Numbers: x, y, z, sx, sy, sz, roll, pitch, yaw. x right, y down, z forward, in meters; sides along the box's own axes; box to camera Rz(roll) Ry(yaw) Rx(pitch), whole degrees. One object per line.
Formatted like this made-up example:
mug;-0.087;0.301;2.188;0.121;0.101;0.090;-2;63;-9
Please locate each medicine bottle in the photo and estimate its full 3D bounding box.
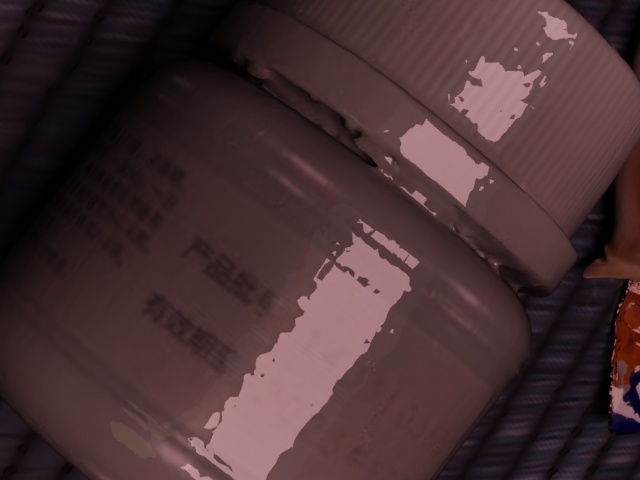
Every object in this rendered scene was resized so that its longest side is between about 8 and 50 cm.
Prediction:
medicine bottle;0.000;0.000;0.783;0.245;0.245;0.306;39;88;-29

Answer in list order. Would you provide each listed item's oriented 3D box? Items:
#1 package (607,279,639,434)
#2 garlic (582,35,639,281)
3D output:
package;0.232;0.082;1.039;0.077;0.033;0.110;10;87;-4
garlic;0.264;-0.101;0.973;0.148;0.128;0.266;-6;98;-36
